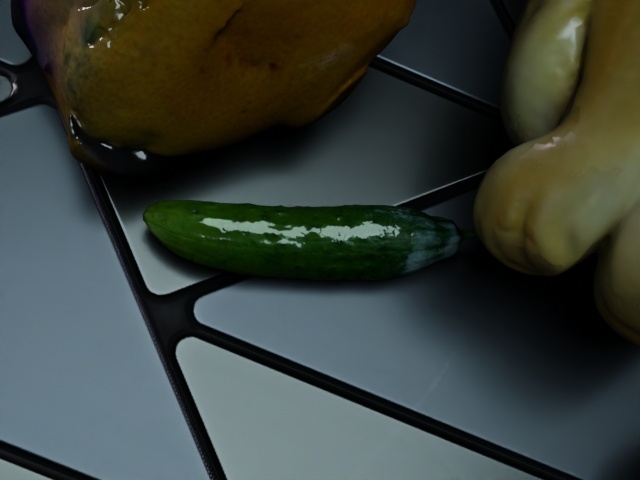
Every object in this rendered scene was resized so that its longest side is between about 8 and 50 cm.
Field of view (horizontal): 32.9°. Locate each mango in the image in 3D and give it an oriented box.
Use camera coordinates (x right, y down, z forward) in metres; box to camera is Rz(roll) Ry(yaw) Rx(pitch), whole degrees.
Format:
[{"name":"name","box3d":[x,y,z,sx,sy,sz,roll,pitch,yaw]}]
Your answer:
[{"name":"mango","box3d":[-0.064,-0.167,0.741,0.287,0.201,0.152,-20,44,-8]}]

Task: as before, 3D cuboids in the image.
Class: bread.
[{"name":"bread","box3d":[0.266,-0.141,0.713,0.245,0.329,0.424,27,77,-1]}]

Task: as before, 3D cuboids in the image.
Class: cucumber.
[{"name":"cucumber","box3d":[0.000,0.000,0.769,0.250,0.056,0.056,2,74,-7]}]
